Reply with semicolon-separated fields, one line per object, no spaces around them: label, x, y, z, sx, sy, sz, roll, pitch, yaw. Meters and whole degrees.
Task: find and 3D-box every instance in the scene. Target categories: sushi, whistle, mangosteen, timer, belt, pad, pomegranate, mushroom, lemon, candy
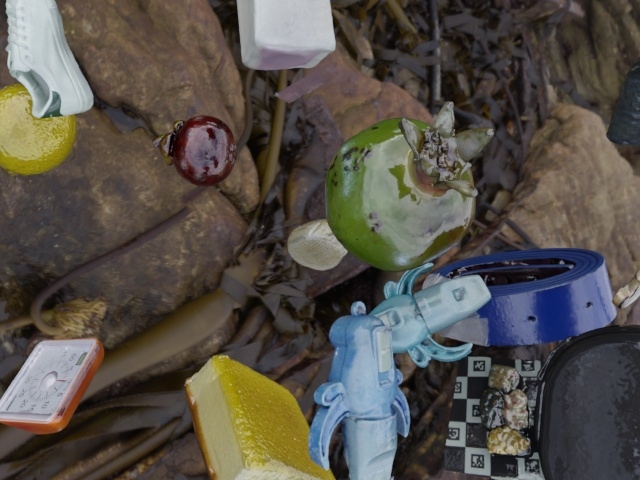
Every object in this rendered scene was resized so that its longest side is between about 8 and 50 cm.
sushi;0.308;0.292;0.821;0.050;0.192;0.215;50;47;-40
whistle;0.165;0.137;0.848;0.093;0.273;0.186;52;16;-56
mangosteen;-0.385;-0.276;1.455;0.257;0.215;0.215;9;80;7
timer;-0.761;0.421;1.388;0.161;0.249;0.258;48;39;-32
belt;0.377;0.110;0.944;0.212;0.346;0.117;-36;110;-45
pad;-0.067;-0.561;1.742;0.113;0.187;0.006;3;67;-63
pomegranate;0.099;-0.060;0.530;0.181;0.224;0.182;3;78;-15
mushroom;0.423;0.055;0.633;0.101;0.019;0.049;-35;142;-13
lemon;-0.862;-0.329;1.415;0.267;0.267;0.268;2;86;-35
whistle;0.061;0.219;0.653;0.180;0.093;0.269;3;84;-42
candy;-0.097;-0.590;1.131;0.207;0.145;0.359;-5;86;-27

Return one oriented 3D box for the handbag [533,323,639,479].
handbag;0.427;0.269;0.656;0.093;0.253;0.308;6;90;-43

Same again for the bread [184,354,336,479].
bread;-0.138;0.452;1.096;0.143;0.333;0.323;-44;127;3

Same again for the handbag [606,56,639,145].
handbag;0.487;-0.156;0.556;0.089;0.270;0.175;-50;139;-19

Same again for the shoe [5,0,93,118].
shoe;-0.701;-0.470;1.148;0.160;0.131;0.363;-49;132;-49

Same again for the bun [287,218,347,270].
bun;0.000;0.000;1.316;0.167;0.173;0.114;61;33;-47
